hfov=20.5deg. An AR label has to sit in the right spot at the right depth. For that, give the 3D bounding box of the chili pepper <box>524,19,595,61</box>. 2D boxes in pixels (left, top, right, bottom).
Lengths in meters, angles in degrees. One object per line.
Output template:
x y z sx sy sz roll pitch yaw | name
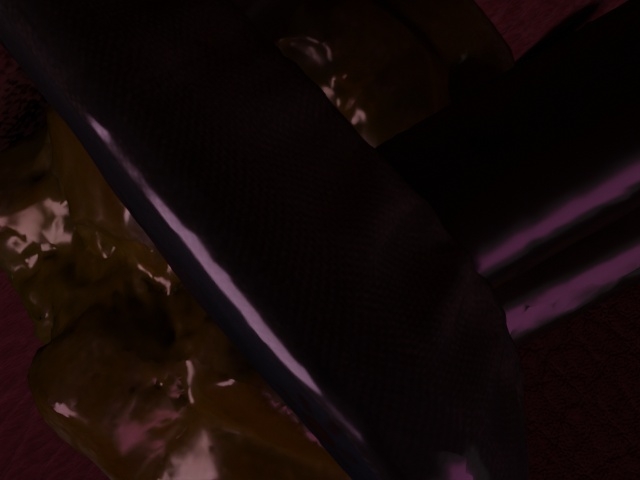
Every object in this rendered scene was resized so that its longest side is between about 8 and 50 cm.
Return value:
0.179 -0.111 1.524 0.098 0.061 0.224 -2 149 -47 | chili pepper

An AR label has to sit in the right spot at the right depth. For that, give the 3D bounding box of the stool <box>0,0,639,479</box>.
0.028 -0.067 0.621 0.226 0.310 0.310 -38 170 -3 | stool

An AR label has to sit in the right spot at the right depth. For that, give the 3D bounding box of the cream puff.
0.006 -0.004 0.923 0.274 0.270 0.323 -47 167 20 | cream puff
